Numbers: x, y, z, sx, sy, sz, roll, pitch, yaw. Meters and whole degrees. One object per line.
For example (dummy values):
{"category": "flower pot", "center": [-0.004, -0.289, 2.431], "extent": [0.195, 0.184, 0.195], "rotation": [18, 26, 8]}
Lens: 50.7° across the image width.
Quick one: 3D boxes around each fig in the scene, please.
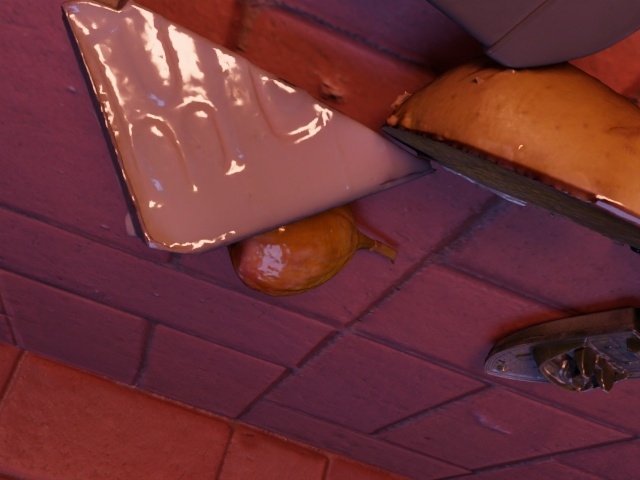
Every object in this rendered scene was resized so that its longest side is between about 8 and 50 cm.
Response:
{"category": "fig", "center": [0.000, 0.000, 0.860], "extent": [0.257, 0.159, 0.159], "rotation": [13, 157, -34]}

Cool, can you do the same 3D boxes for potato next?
{"category": "potato", "center": [0.201, -0.079, 0.565], "extent": [0.239, 0.116, 0.299], "rotation": [27, -175, -41]}

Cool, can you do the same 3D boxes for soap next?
{"category": "soap", "center": [-0.074, -0.141, 0.657], "extent": [0.302, 0.257, 0.159], "rotation": [-19, -170, -12]}

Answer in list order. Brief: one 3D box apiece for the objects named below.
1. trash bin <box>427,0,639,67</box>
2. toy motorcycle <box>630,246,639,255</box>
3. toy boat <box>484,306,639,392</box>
{"category": "trash bin", "center": [0.120, -0.220, 0.420], "extent": [0.236, 0.101, 0.177], "rotation": [28, 151, -17]}
{"category": "toy motorcycle", "center": [0.395, -0.018, 0.681], "extent": [0.100, 0.058, 0.173], "rotation": [12, 150, -5]}
{"category": "toy boat", "center": [0.370, 0.174, 0.998], "extent": [0.141, 0.092, 0.320], "rotation": [34, 148, -26]}
